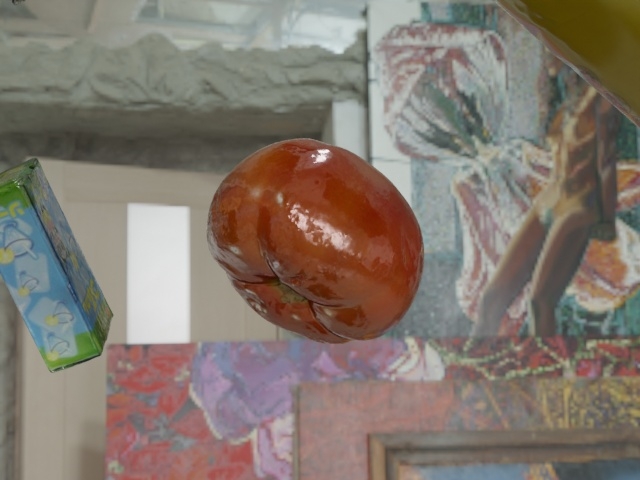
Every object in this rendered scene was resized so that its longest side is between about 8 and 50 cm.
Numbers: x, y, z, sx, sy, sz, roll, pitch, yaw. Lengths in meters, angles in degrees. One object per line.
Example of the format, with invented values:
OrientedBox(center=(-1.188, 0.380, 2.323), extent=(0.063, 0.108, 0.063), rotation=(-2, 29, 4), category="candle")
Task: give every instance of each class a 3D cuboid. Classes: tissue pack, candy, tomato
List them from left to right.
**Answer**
OrientedBox(center=(-0.275, 0.024, 0.928), extent=(0.062, 0.194, 0.097), rotation=(-21, 19, 1), category="candy")
OrientedBox(center=(0.000, -0.002, 1.021), extent=(0.260, 0.180, 0.260), rotation=(24, -22, 10), category="tomato")
OrientedBox(center=(0.272, -0.232, 0.817), extent=(0.271, 0.134, 0.192), rotation=(41, -17, 0), category="tissue pack")

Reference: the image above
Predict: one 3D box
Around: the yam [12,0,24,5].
OrientedBox(center=(-0.287, -0.257, 0.626), extent=(0.238, 0.128, 0.129), rotation=(18, 27, -1), category="yam")
